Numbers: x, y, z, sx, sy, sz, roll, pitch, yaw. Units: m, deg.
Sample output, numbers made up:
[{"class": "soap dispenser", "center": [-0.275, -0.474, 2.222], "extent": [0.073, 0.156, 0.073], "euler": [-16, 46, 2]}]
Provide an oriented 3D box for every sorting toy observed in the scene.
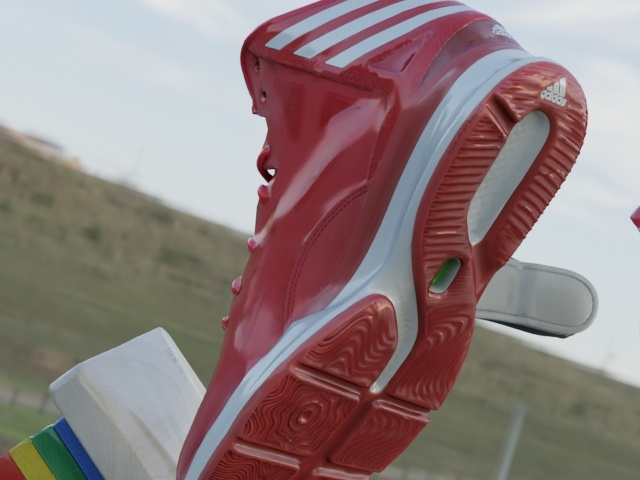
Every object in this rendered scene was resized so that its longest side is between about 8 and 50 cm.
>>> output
[{"class": "sorting toy", "center": [-0.084, 0.192, 1.142], "extent": [0.255, 0.089, 0.257], "euler": [56, 5, 1]}]

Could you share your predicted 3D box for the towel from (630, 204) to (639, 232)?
[{"class": "towel", "center": [0.292, 0.027, 1.001], "extent": [0.031, 0.199, 0.275], "euler": [13, 42, -44]}]

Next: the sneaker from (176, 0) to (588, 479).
[{"class": "sneaker", "center": [0.000, 0.000, 0.720], "extent": [0.087, 0.221, 0.128], "euler": [26, 16, -46]}]

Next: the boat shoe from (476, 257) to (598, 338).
[{"class": "boat shoe", "center": [0.123, 0.034, 1.535], "extent": [0.206, 0.075, 0.065], "euler": [18, -12, -11]}]
